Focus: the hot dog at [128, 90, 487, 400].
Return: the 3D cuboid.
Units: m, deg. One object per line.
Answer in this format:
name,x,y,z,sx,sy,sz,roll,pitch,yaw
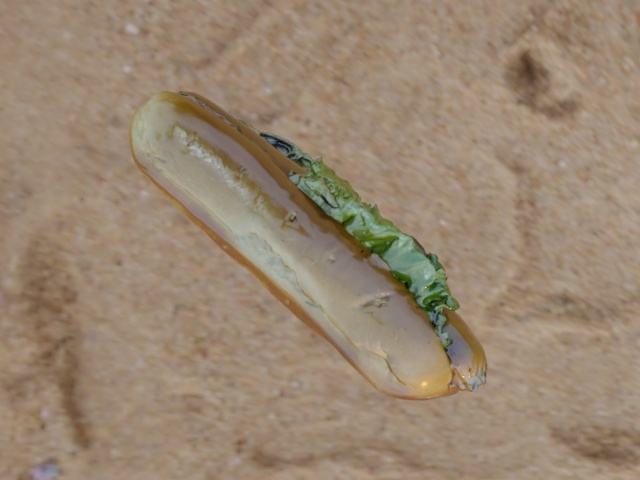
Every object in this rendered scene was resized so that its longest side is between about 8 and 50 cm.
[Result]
hot dog,0.000,0.000,1.343,0.337,0.135,0.100,41,96,18
